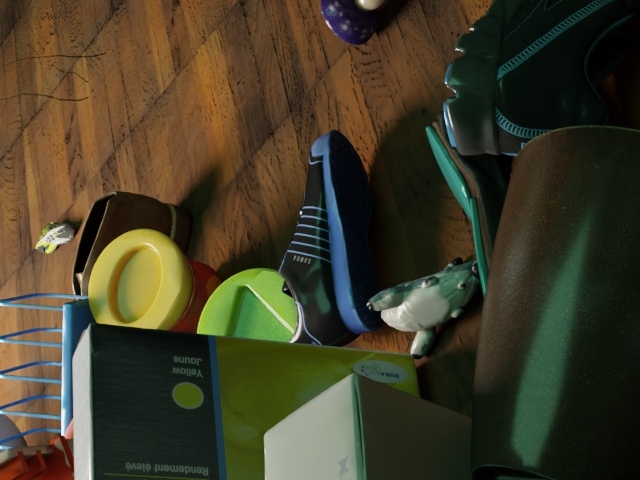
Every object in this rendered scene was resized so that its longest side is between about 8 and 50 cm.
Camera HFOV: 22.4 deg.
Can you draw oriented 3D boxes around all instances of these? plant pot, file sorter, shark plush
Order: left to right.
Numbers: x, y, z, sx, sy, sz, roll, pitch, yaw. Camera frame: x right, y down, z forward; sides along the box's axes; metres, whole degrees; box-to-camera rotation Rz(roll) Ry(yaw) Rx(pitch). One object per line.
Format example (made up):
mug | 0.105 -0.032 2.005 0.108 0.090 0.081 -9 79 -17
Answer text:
file sorter | -0.292 0.145 1.780 0.104 0.118 0.170 3 95 20
shark plush | 0.107 0.034 1.448 0.161 0.073 0.067 -46 9 38
plant pot | 0.193 0.076 1.098 0.215 0.215 0.230 -8 50 53

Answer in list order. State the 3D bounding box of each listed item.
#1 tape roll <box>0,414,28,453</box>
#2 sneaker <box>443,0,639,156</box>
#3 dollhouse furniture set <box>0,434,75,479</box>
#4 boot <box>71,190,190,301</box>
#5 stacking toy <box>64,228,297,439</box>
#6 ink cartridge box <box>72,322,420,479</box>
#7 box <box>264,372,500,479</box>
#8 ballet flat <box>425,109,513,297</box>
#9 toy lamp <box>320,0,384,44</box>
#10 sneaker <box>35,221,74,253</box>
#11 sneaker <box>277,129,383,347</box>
tape roll | -0.464 0.327 1.923 0.246 0.246 0.169 -50 36 26
sneaker | 0.213 -0.208 1.401 0.140 0.125 0.341 9 63 17
dollhouse furniture set | -0.237 0.328 1.565 0.262 0.135 0.259 -33 73 23
boot | -0.251 0.091 1.875 0.112 0.115 0.305 2 75 52
stacking toy | -0.117 0.158 1.695 0.279 0.130 0.309 5 78 29
ink cartridge box | -0.049 0.218 1.336 0.072 0.304 0.307 117 153 -44
box | 0.099 0.194 1.158 0.113 0.275 0.094 -37 42 37
ballet flat | 0.161 -0.029 1.365 0.096 0.095 0.280 -18 44 5
toy lamp | 0.110 -0.287 1.606 0.275 0.080 0.080 -33 46 43
sneaker | -0.356 -0.012 2.159 0.083 0.031 0.035 -29 49 45
sneaker | 0.000 0.000 1.582 0.090 0.081 0.232 -23 53 26
